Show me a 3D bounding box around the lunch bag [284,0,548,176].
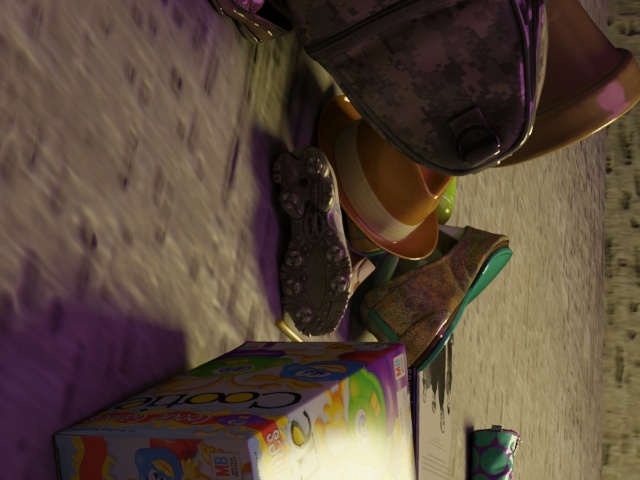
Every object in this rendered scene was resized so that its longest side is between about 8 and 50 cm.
[{"bbox_3d":[0.108,-0.206,1.414,0.256,0.212,0.305,65,13,-12],"label":"lunch bag"}]

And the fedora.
[{"bbox_3d":[0.080,-0.076,1.535,0.194,0.079,0.194,32,41,-33],"label":"fedora"}]

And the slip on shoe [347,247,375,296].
[{"bbox_3d":[0.012,0.043,1.483,0.041,0.051,0.135,46,33,0],"label":"slip on shoe"}]

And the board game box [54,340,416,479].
[{"bbox_3d":[-0.046,0.168,1.067,0.275,0.142,0.144,-21,108,-65],"label":"board game box"}]

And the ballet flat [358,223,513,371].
[{"bbox_3d":[0.131,0.040,1.729,0.348,0.123,0.123,-40,125,-64],"label":"ballet flat"}]

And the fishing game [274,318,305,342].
[{"bbox_3d":[-0.045,0.206,1.283,0.189,0.041,0.264,41,54,-56],"label":"fishing game"}]

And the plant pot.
[{"bbox_3d":[0.288,-0.260,2.117,0.229,0.263,0.263,62,25,-14],"label":"plant pot"}]

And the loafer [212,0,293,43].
[{"bbox_3d":[-0.059,-0.205,1.294,0.125,0.039,0.045,41,50,-66],"label":"loafer"}]

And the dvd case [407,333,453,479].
[{"bbox_3d":[0.128,0.211,1.831,0.179,0.029,0.239,40,50,-67],"label":"dvd case"}]

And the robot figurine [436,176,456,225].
[{"bbox_3d":[0.127,-0.062,1.809,0.101,0.067,0.115,80,15,-59],"label":"robot figurine"}]

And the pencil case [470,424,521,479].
[{"bbox_3d":[0.243,0.334,2.106,0.064,0.070,0.152,34,56,-68],"label":"pencil case"}]

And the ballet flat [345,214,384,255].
[{"bbox_3d":[0.079,-0.066,1.650,0.073,0.080,0.232,67,23,-20],"label":"ballet flat"}]

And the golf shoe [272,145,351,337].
[{"bbox_3d":[0.000,0.000,1.412,0.086,0.069,0.176,-16,104,-78],"label":"golf shoe"}]
